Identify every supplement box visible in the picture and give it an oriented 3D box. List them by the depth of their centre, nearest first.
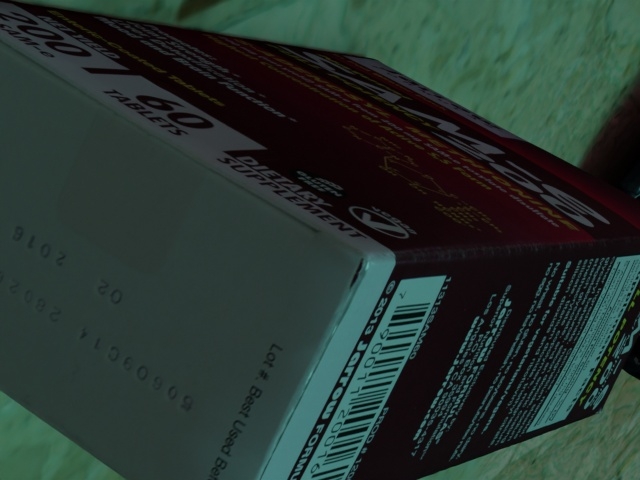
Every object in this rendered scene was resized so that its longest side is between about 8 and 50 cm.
[{"bbox_3d":[0.000,0.000,0.461,0.239,0.130,0.073,-3,121,-64],"label":"supplement box"}]

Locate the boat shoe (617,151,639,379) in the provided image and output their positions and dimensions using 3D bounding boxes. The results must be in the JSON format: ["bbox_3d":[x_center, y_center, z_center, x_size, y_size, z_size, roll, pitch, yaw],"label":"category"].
[{"bbox_3d":[0.245,-0.065,0.871,0.340,0.127,0.158,-62,164,11],"label":"boat shoe"}]
